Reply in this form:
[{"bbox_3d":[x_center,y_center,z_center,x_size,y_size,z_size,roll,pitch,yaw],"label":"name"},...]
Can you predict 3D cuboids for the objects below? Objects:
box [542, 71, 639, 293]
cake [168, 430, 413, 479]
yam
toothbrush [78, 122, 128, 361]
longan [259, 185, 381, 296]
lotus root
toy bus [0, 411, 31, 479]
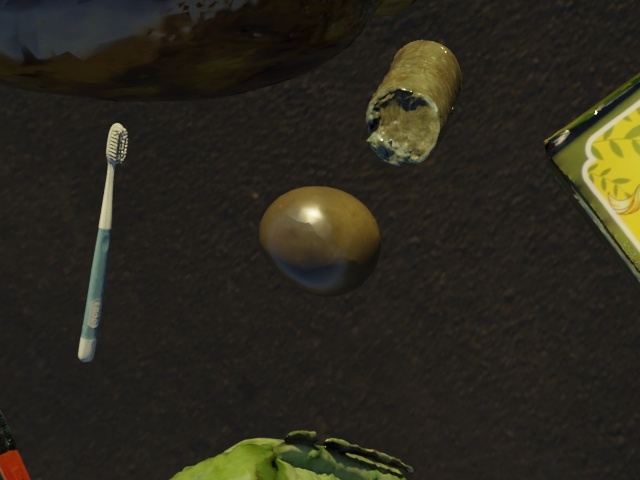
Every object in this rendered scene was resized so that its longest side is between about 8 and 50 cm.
[{"bbox_3d":[0.503,-0.041,1.262,0.373,0.138,0.420,-36,85,8],"label":"box"},{"bbox_3d":[-0.011,0.179,0.321,0.099,0.100,0.235,-26,59,25],"label":"cake"},{"bbox_3d":[0.105,-0.155,1.328,0.093,0.259,0.093,4,110,10],"label":"yam"},{"bbox_3d":[-0.242,0.007,1.333,0.025,0.019,0.276,26,110,53],"label":"toothbrush"},{"bbox_3d":[0.000,0.000,1.807,0.189,0.189,0.189,12,120,21],"label":"longan"},{"bbox_3d":[-0.075,-0.130,0.501,0.169,0.314,0.142,-25,65,60],"label":"lotus root"},{"bbox_3d":[-0.226,0.160,0.827,0.043,0.031,0.110,-29,84,23],"label":"toy bus"}]
